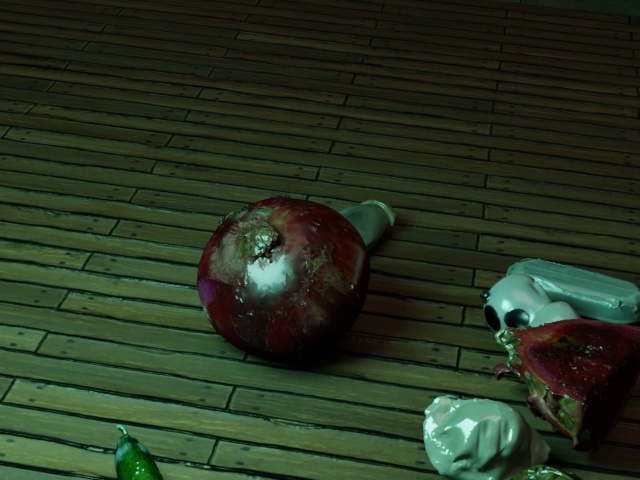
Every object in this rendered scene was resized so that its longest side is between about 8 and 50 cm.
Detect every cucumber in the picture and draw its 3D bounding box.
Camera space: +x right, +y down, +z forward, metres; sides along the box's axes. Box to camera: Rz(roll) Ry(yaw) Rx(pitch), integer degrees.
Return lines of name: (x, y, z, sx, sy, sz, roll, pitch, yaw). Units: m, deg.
cucumber: (-0.232, 0.332, 1.647, 0.056, 0.056, 0.250, -12, 36, -25)

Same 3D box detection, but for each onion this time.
onion: (-0.061, 0.057, 1.935, 0.276, 0.276, 0.276, 3, 31, -2)

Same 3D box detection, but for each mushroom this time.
mushroom: (0.002, 0.001, 2.191, 0.351, 0.097, 0.109, -18, 39, -38)

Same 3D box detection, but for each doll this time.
doll: (0.349, 0.131, 1.989, 0.181, 0.110, 0.107, 33, 22, 33)

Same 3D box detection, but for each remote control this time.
remote control: (0.443, 0.087, 2.131, 0.247, 0.052, 0.104, 14, 31, 22)

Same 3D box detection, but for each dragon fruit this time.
dragon fruit: (0.357, 0.205, 1.842, 0.212, 0.134, 0.262, 27, 33, 29)

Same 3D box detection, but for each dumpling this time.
dumpling: (0.231, 0.289, 1.729, 0.188, 0.108, 0.127, 20, 55, -4)

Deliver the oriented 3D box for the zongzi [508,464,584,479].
zongzi: (0.294, 0.417, 1.500, 0.286, 0.134, 0.288, 21, 42, 38)
